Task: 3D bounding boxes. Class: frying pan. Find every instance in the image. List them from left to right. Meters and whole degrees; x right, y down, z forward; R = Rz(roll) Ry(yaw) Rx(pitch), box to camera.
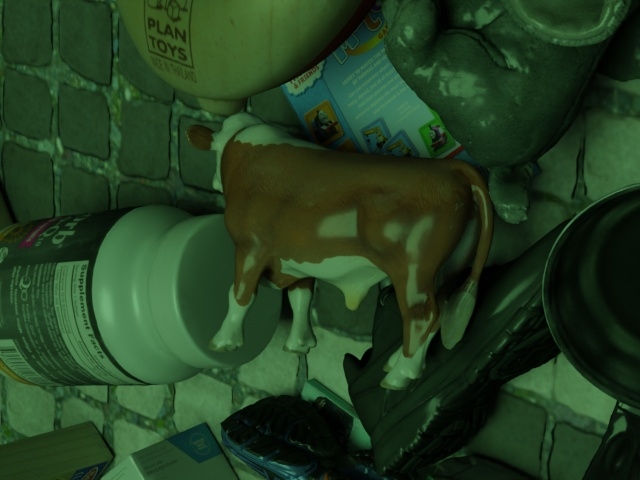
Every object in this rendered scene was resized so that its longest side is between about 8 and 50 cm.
[{"bbox_3d":[0.261,0.093,1.055,0.197,0.053,0.326,2,123,19],"label":"frying pan"}]

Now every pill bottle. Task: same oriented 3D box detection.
[{"bbox_3d":[-0.179,0.051,1.355,0.278,0.162,0.162,-6,98,41],"label":"pill bottle"}]

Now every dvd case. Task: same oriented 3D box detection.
[{"bbox_3d":[0.006,0.194,1.336,0.087,0.013,0.119,34,123,29],"label":"dvd case"}]

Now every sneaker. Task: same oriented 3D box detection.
[{"bbox_3d":[-0.006,0.209,1.291,0.221,0.083,0.087,29,133,37],"label":"sneaker"},{"bbox_3d":[0.106,0.066,1.161,0.286,0.109,0.130,-48,61,34],"label":"sneaker"}]

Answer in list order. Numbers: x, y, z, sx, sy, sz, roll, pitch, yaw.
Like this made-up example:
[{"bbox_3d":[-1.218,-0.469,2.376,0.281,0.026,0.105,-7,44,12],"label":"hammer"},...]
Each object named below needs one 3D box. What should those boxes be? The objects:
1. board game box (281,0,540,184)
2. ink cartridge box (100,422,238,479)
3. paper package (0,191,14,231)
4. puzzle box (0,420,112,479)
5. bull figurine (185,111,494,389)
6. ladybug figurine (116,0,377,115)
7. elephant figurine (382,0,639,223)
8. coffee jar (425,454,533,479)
[{"bbox_3d":[0.059,-0.102,1.190,0.160,0.039,0.211,-37,78,40],"label":"board game box"},{"bbox_3d":[-0.112,0.272,1.397,0.060,0.104,0.180,-41,75,38],"label":"ink cartridge box"},{"bbox_3d":[-0.490,-0.010,1.490,0.168,0.325,0.309,-23,88,42],"label":"paper package"},{"bbox_3d":[-0.412,0.351,1.556,0.052,0.272,0.409,53,128,22],"label":"puzzle box"},{"bbox_3d":[0.000,0.000,1.147,0.310,0.101,0.188,9,95,46],"label":"bull figurine"},{"bbox_3d":[-0.027,-0.313,1.099,0.305,0.162,0.449,26,110,40],"label":"ladybug figurine"},{"bbox_3d":[0.169,-0.172,1.015,0.239,0.169,0.186,-35,108,25],"label":"elephant figurine"},{"bbox_3d":[0.122,0.275,1.216,0.096,0.079,0.184,21,115,35],"label":"coffee jar"}]
